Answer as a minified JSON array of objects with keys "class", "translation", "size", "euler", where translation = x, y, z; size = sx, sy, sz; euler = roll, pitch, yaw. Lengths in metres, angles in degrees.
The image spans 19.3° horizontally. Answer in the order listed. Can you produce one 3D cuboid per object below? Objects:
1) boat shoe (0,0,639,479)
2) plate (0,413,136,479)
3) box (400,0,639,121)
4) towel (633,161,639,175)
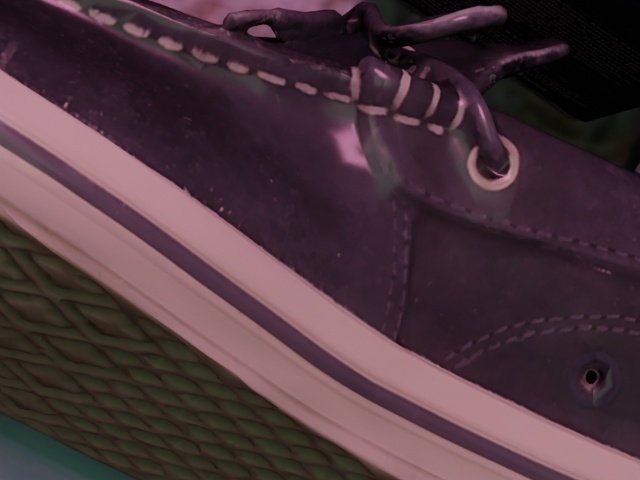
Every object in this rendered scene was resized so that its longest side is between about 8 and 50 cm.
[{"class":"boat shoe","translation":[0.000,0.000,0.592],"size":[0.500,0.187,0.156],"euler":[27,67,-15]},{"class":"plate","translation":[-0.059,0.029,0.671],"size":[0.188,0.024,0.188],"euler":[4,77,-16]},{"class":"box","translation":[0.112,-0.135,0.619],"size":[0.108,0.207,0.153],"euler":[33,85,-8]},{"class":"towel","translation":[0.272,-0.073,0.720],"size":[0.243,0.040,0.336],"euler":[27,94,-10]}]
